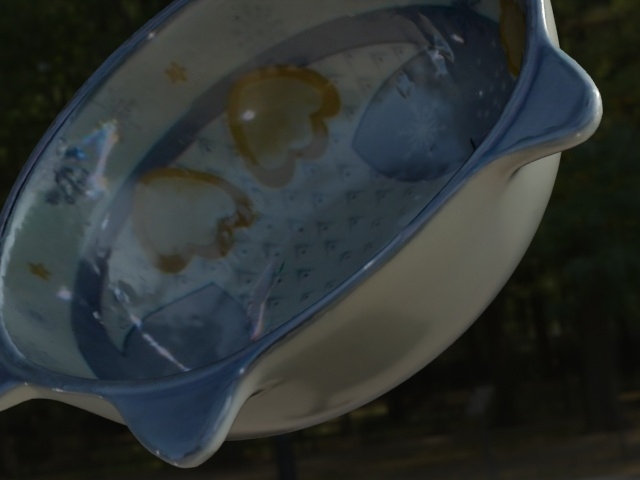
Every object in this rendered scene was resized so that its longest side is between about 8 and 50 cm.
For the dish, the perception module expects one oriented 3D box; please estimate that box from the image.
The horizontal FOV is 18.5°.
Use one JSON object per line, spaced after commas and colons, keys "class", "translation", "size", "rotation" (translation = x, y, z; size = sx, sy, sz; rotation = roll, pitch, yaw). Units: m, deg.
{"class": "dish", "translation": [0.000, 0.000, 0.620], "size": [0.236, 0.228, 0.086], "rotation": [-27, -54, 19]}
